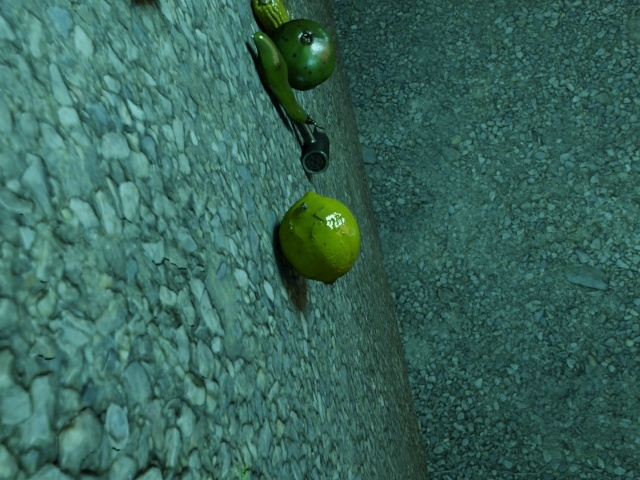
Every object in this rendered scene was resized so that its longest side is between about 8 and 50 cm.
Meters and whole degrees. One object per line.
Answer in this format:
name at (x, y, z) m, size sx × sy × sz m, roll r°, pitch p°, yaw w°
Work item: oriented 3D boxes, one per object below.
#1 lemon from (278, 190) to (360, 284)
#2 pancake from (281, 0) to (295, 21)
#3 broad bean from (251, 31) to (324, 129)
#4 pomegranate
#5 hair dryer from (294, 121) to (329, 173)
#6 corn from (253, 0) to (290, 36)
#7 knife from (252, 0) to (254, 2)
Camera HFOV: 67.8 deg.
lemon at (0.000, 0.000, 1.002) m, size 0.173 × 0.174 × 0.206 m, roll -77°, pitch 159°, yaw -62°
pancake at (-0.115, -0.708, 1.489) m, size 0.282 × 0.049 × 0.282 m, roll -15°, pitch 90°, yaw -77°
broad bean at (-0.094, -0.389, 1.215) m, size 0.067 × 0.075 × 0.325 m, roll 50°, pitch -3°, yaw 40°
pomegranate at (-0.056, -0.490, 1.301) m, size 0.225 × 0.187 × 0.186 m, roll 157°, pitch -79°, yaw -76°
hair dryer at (-0.046, -0.340, 1.388) m, size 0.195 × 0.078 × 0.248 m, roll -87°, pitch 153°, yaw -55°
corn at (-0.114, -0.592, 1.318) m, size 0.231 × 0.080 × 0.080 m, roll 36°, pitch 42°, yaw -68°
knife at (-0.198, -0.678, 1.173) m, size 0.260 × 0.035 × 0.063 m, roll 59°, pitch 26°, yaw -61°
